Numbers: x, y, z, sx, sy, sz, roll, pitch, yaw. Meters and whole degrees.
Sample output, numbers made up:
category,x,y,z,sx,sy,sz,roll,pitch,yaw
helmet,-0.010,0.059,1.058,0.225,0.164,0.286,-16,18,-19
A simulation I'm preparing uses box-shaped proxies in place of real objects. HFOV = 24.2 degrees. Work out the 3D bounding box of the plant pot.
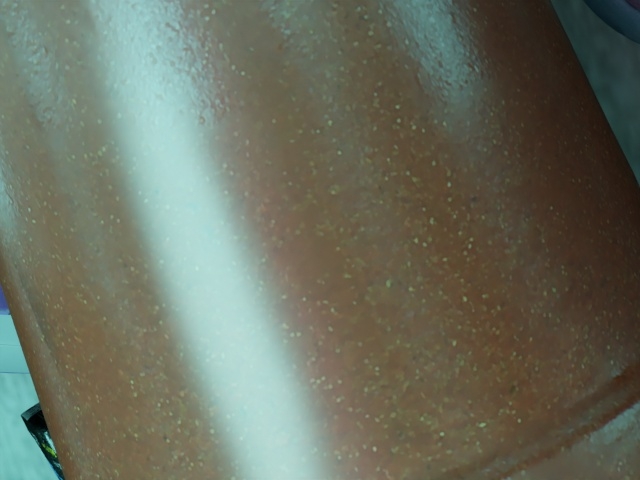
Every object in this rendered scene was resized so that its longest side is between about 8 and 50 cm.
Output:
category,x,y,z,sx,sy,sz,roll,pitch,yaw
plant pot,0.000,0.000,0.535,0.272,0.272,0.265,-18,99,24

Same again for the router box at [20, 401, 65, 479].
category,x,y,z,sx,sy,sz,roll,pitch,yaw
router box,-0.093,0.135,0.746,0.046,0.179,0.133,-32,94,-14

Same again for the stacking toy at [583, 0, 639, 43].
category,x,y,z,sx,sy,sz,roll,pitch,yaw
stacking toy,0.143,-0.244,0.598,0.309,0.130,0.279,43,90,-1

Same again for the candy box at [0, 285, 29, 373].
category,x,y,z,sx,sy,sz,roll,pitch,yaw
candy box,-0.136,-0.044,0.660,0.070,0.164,0.196,-27,69,33
